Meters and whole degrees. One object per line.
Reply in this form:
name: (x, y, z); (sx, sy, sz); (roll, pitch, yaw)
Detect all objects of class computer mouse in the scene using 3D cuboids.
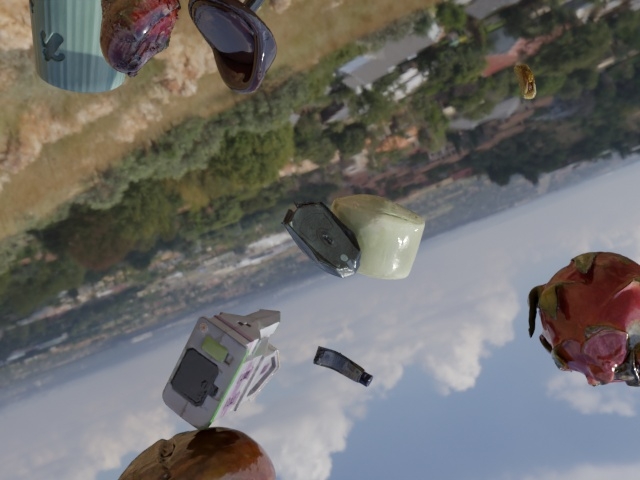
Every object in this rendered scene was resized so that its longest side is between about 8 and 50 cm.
computer mouse: (0.001, 0.000, 1.721); (0.126, 0.231, 0.071); (-38, 168, -31)

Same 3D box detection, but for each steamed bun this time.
steamed bun: (0.140, -0.007, 1.827); (0.250, 0.200, 0.155); (11, -162, -17)

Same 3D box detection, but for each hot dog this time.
hot dog: (0.457, -0.359, 1.595); (0.030, 0.090, 0.034); (-7, 159, -5)

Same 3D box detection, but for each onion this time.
onion: (-0.347, -0.404, 1.330); (0.184, 0.147, 0.184); (-48, -178, 2)

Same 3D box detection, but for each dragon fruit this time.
dragon fruit: (0.445, 0.126, 1.133); (0.224, 0.224, 0.227); (-22, -173, 20)

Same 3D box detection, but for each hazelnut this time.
hazelnut: (-0.275, 0.567, 1.581); (0.372, 0.315, 0.372); (-20, 153, -11)

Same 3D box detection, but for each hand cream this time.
hand cream: (0.060, 0.334, 1.890); (0.039, 0.163, 0.062); (-42, 153, -55)

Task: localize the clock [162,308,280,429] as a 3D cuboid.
clock: (-0.208, 0.280, 1.709); (0.235, 0.166, 0.309); (-62, 162, 15)

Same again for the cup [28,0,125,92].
cup: (-0.690, -0.683, 2.074); (0.310, 0.401, 0.392); (-1, 130, -23)

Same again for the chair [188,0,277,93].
chair: (-0.126, -0.539, 1.561); (0.401, 0.226, 0.226); (-59, -171, -17)
